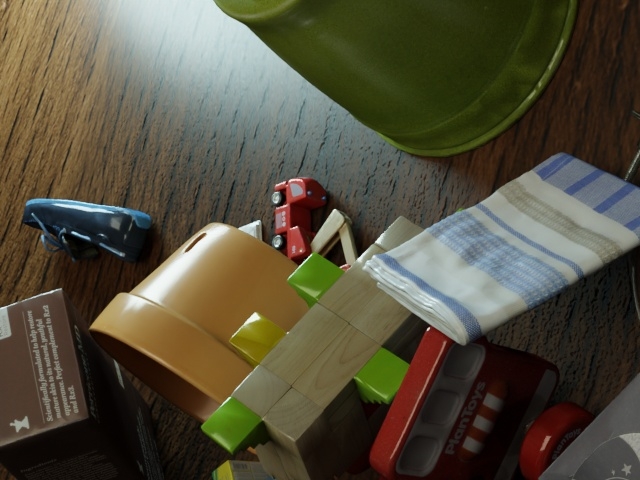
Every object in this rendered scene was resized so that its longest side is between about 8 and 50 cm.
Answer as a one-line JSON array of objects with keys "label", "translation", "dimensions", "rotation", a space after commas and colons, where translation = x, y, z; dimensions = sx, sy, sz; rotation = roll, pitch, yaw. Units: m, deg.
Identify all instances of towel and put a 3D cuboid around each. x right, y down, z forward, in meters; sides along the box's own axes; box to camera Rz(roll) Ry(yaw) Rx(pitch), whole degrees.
[{"label": "towel", "translation": [0.208, 0.002, 1.655], "dimensions": [0.285, 0.034, 0.209], "rotation": [-28, 30, -15]}]

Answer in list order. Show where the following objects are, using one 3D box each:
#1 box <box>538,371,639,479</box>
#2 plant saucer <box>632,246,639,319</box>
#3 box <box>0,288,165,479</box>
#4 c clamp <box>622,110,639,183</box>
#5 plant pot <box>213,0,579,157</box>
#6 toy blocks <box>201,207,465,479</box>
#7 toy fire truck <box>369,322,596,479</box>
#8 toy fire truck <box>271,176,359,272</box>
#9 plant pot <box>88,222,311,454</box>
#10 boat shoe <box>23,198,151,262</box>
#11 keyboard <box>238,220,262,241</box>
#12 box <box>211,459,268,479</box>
[{"label": "box", "translation": [0.357, 0.222, 1.525], "dimensions": [0.247, 0.142, 0.163], "rotation": [-55, 50, 38]}, {"label": "plant saucer", "translation": [0.464, 0.020, 1.601], "dimensions": [0.310, 0.050, 0.311], "rotation": [-16, 65, 40]}, {"label": "box", "translation": [-0.320, 0.240, 2.051], "dimensions": [0.143, 0.381, 0.191], "rotation": [-19, 60, 3]}, {"label": "c clamp", "translation": [0.345, -0.060, 1.730], "dimensions": [0.161, 0.022, 0.137], "rotation": [-66, 16, 5]}, {"label": "plant pot", "translation": [0.060, -0.320, 1.881], "dimensions": [0.366, 0.353, 0.366], "rotation": [-15, 68, 40]}, {"label": "toy blocks", "translation": [0.053, 0.162, 1.806], "dimensions": [0.190, 0.261, 0.381], "rotation": [33, 68, 29]}, {"label": "toy fire truck", "translation": [0.140, 0.241, 1.697], "dimensions": [0.169, 0.254, 0.302], "rotation": [34, 101, 45]}, {"label": "toy fire truck", "translation": [0.000, 0.000, 2.054], "dimensions": [0.135, 0.047, 0.192], "rotation": [-18, 65, 39]}, {"label": "plant pot", "translation": [-0.117, 0.114, 1.983], "dimensions": [0.291, 0.291, 0.203], "rotation": [18, 69, 45]}, {"label": "boat shoe", "translation": [-0.368, -0.013, 2.374], "dimensions": [0.258, 0.109, 0.089], "rotation": [6, 85, 47]}, {"label": "keyboard", "translation": [-0.102, 0.101, 2.149], "dimensions": [0.072, 0.014, 0.256], "rotation": [-24, 61, 43]}, {"label": "box", "translation": [-0.066, 0.365, 1.962], "dimensions": [0.043, 0.105, 0.179], "rotation": [-43, 51, 37]}]
